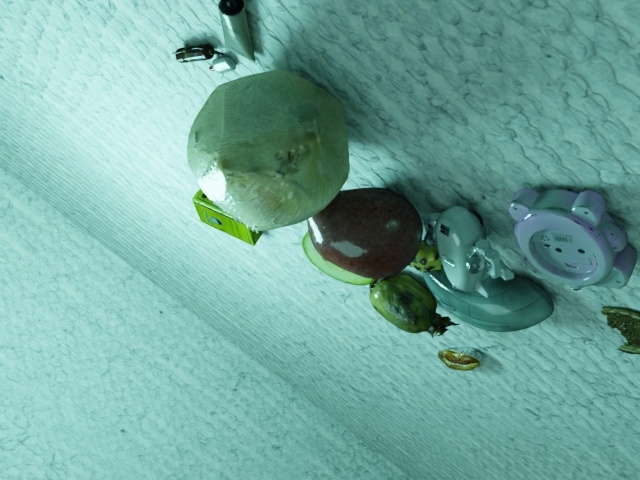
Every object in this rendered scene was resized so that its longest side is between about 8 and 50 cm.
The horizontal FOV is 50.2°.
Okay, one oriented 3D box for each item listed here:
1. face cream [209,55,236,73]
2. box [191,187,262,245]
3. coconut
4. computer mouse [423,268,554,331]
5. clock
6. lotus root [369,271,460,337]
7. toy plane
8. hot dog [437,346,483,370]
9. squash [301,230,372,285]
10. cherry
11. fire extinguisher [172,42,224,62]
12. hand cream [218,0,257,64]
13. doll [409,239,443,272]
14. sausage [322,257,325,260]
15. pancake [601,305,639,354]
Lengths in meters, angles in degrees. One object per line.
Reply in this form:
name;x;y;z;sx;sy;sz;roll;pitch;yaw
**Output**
face cream;-0.233;-0.410;1.601;0.083;0.021;0.040;2;143;47
box;-0.304;-0.078;2.240;0.220;0.064;0.141;26;155;17
coconut;-0.108;-0.198;1.479;0.346;0.346;0.360;38;156;-12
computer mouse;0.413;0.156;1.778;0.371;0.122;0.188;12;148;43
clock;0.509;-0.005;1.402;0.228;0.090;0.248;6;143;43
lotus root;0.263;0.197;1.980;0.278;0.154;0.154;33;155;-1
toy plane;0.340;0.024;1.598;0.267;0.123;0.267;48;165;18
hot dog;0.453;0.384;2.213;0.099;0.053;0.192;37;157;-18
squash;0.061;0.044;2.053;0.252;0.049;0.252;26;153;15
cherry;0.106;-0.023;1.639;0.308;0.221;0.261;11;-178;-20
fire extinguisher;-0.286;-0.438;1.592;0.132;0.039;0.056;8;176;43
hand cream;-0.179;-0.447;1.445;0.087;0.054;0.186;31;162;13
doll;0.204;0.033;1.822;0.291;0.086;0.117;8;142;42
sausage;0.000;0.000;1.977;0.028;0.025;0.198;-11;138;10
pancake;0.733;0.216;1.623;0.190;0.020;0.184;34;156;-3
